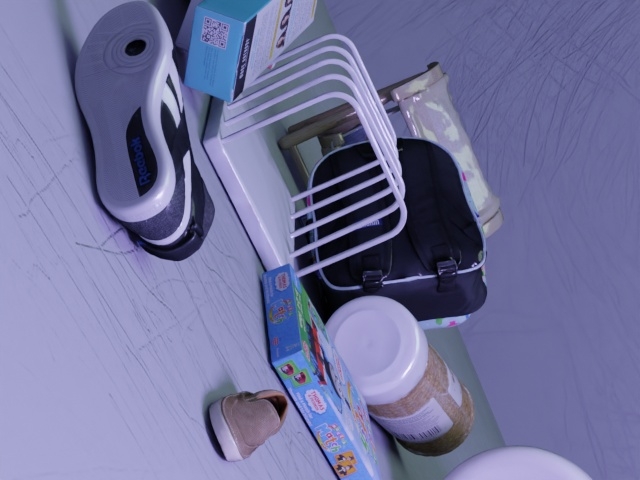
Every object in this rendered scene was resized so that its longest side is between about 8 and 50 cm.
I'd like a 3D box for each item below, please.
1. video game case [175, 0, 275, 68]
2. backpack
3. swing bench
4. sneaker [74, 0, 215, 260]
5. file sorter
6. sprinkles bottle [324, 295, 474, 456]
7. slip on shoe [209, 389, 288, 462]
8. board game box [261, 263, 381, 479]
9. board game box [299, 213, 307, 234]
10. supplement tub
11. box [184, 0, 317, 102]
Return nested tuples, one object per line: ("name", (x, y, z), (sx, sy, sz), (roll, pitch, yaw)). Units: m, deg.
("video game case", (-0.074, -0.310, 1.735), (0.025, 0.204, 0.285), (24, 9, 15))
("backpack", (0.093, -0.006, 1.872), (0.191, 0.225, 0.253), (85, -5, -55))
("swing bench", (0.109, -0.092, 2.125), (0.165, 0.255, 0.253), (-73, 139, -77))
("sneaker", (-0.136, -0.078, 1.167), (0.121, 0.079, 0.217), (62, 17, -53))
("file sorter", (-0.011, -0.103, 1.679), (0.277, 0.173, 0.193), (-90, 156, -69))
("sprinkles bottle", (0.102, 0.177, 1.821), (0.355, 0.121, 0.121), (51, 18, -64))
("slip on shoe", (-0.054, 0.144, 1.170), (0.135, 0.041, 0.051), (12, 55, -80))
("board game box", (0.002, 0.150, 1.531), (0.160, 0.039, 0.211), (-101, 166, -57))
("board game box", (0.000, 0.000, 1.997), (0.090, 0.020, 0.090), (-49, 116, -82))
("supplement tub", (0.267, 0.395, 1.867), (0.331, 0.241, 0.241), (44, 24, -70))
("box", (-0.069, -0.253, 1.637), (0.244, 0.060, 0.100), (-53, 160, -53))
